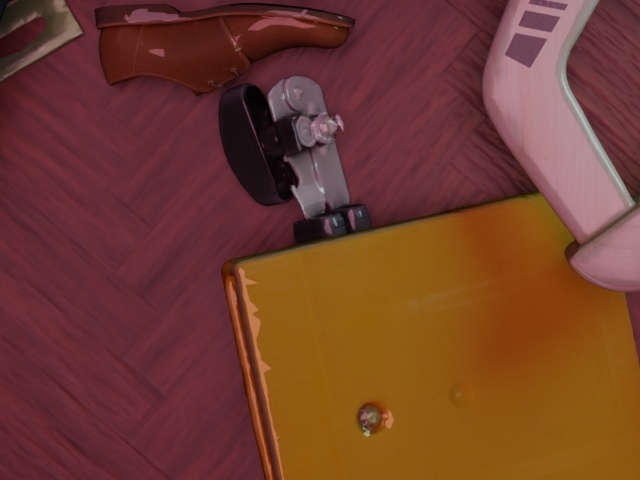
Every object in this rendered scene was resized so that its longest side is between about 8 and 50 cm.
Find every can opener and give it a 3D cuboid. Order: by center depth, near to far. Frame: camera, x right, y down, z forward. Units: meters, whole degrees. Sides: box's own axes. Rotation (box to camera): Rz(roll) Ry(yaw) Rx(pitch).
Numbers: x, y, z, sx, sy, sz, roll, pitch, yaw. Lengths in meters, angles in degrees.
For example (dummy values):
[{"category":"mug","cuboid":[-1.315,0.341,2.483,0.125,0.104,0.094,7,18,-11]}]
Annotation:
[{"category":"can opener","cuboid":[0.000,0.000,1.522,0.093,0.074,0.280,-17,91,36]}]

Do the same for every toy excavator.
[{"category":"toy excavator","cuboid":[0.175,-0.238,1.432,0.433,0.222,0.445,28,98,1]}]

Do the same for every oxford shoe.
[{"category":"oxford shoe","cuboid":[-0.075,-0.155,1.505,0.212,0.076,0.076,-2,92,11]}]

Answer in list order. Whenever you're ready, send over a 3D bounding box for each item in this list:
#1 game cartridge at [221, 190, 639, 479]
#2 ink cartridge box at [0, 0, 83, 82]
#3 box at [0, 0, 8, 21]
[{"category":"game cartridge","cuboid":[0.103,0.121,1.482,0.324,0.053,0.285,-12,93,-20]},{"category":"ink cartridge box","cuboid":[-0.293,-0.232,1.507,0.109,0.062,0.209,-31,92,2]},{"category":"box","cuboid":[-0.473,-0.281,1.348,0.472,0.297,0.480,21,93,11]}]
